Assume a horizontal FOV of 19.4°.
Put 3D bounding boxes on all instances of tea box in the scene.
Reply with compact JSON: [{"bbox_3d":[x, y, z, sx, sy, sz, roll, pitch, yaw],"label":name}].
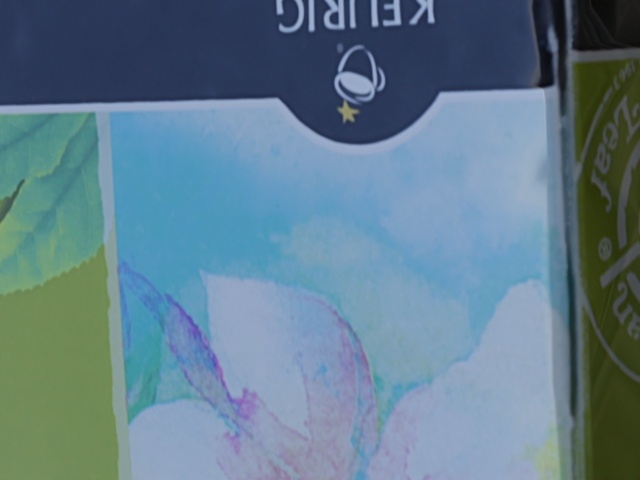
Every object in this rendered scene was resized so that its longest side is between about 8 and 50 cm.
[{"bbox_3d":[0.000,0.000,0.528,0.220,0.329,0.323,-11,-81,-46],"label":"tea box"}]
